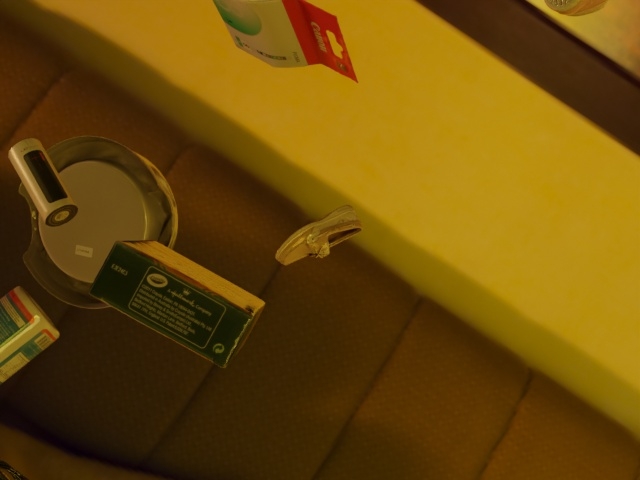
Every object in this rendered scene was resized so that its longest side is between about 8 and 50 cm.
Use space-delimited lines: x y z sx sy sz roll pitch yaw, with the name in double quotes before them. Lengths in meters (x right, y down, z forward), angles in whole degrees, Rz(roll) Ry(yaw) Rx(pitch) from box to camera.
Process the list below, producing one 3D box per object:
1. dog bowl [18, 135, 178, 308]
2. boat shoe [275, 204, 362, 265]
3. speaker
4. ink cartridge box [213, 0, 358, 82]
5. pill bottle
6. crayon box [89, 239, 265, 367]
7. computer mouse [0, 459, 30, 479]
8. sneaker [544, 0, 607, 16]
"dog bowl" -0.451 -0.039 2.222 0.349 0.349 0.102 35 14 12
"boat shoe" 0.000 0.000 1.950 0.059 0.170 0.063 53 -11 23
"speaker" -0.424 -0.089 1.654 0.136 0.055 0.055 57 16 20
"ink cartridge box" -0.059 -0.318 1.656 0.224 0.056 0.181 34 -13 25
"pill bottle" -0.599 0.196 1.977 0.124 0.221 0.124 49 -11 13
"crayon box" -0.190 0.080 1.538 0.203 0.083 0.323 29 0 0
"computer mouse" -0.458 0.437 1.747 0.041 0.071 0.242 -80 148 -58
"sneaker" 0.291 -0.281 1.108 0.051 0.134 0.070 55 19 18
